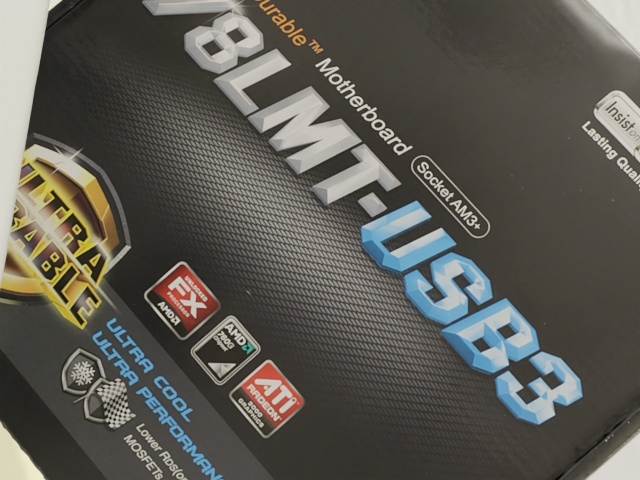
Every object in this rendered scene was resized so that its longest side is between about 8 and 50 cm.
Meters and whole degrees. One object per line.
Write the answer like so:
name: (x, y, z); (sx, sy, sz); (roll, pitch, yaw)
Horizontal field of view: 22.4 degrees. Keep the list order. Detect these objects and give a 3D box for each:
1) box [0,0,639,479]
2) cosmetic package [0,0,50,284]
box: (0.000, 0.000, 0.676); (0.293, 0.073, 0.295); (-40, -104, -2)
cosmetic package: (-0.216, -0.165, 0.597); (0.230, 0.161, 0.453); (-16, -123, 37)
